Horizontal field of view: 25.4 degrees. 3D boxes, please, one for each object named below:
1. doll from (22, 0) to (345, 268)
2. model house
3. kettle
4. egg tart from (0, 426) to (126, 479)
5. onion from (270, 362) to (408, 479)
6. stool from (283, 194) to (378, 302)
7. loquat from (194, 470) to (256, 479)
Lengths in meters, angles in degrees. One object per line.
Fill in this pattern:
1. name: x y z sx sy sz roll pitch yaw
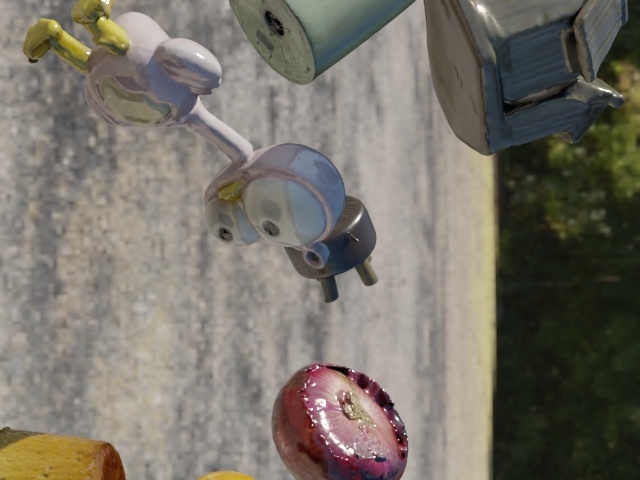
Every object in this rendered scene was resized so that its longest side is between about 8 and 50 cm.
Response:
1. doll: -0.106 -0.096 1.335 0.365 0.160 0.094 46 47 -26
2. model house: 0.202 -0.186 1.350 0.229 0.188 0.122 76 0 -46
3. kettle: 0.026 -0.317 1.742 0.255 0.165 0.240 -40 171 -19
4. egg tart: -0.321 0.320 1.747 0.202 0.147 0.202 -8 90 -84
5. onion: 0.026 0.301 2.171 0.161 0.248 0.248 -63 180 23
6. stool: 0.000 0.000 1.989 0.125 0.217 0.121 -38 124 -23
7. loquat: -0.124 0.364 1.825 0.141 0.141 0.141 -1 90 -79
